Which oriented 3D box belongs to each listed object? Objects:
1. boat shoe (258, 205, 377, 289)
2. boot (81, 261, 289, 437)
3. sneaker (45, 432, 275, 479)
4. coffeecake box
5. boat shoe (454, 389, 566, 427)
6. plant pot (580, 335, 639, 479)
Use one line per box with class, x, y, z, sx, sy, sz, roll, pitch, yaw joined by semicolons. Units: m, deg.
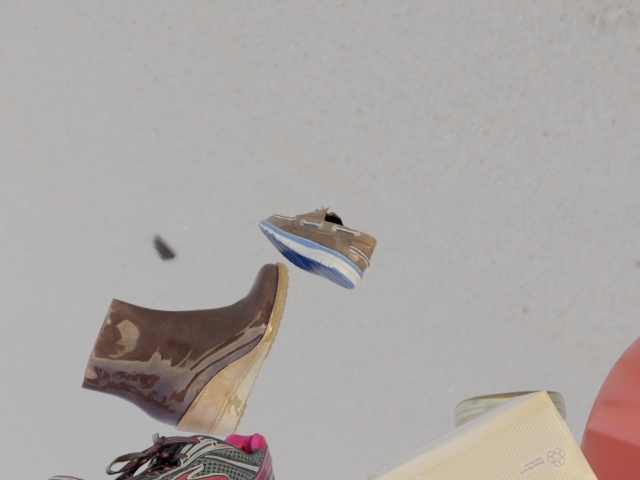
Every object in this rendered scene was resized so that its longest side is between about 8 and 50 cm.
boat shoe;0.000;0.000;1.153;0.183;0.066;0.066;27;162;49
boot;-0.165;0.110;1.298;0.207;0.248;0.090;23;164;-6
sneaker;-0.146;0.226;0.919;0.121;0.112;0.299;-6;166;28
coffeecake box;0.103;0.169;0.728;0.068;0.142;0.185;61;180;11
boat shoe;0.214;0.254;1.163;0.122;0.110;0.341;-4;155;4
plant pot;0.381;0.203;0.800;0.243;0.275;0.275;3;131;53
